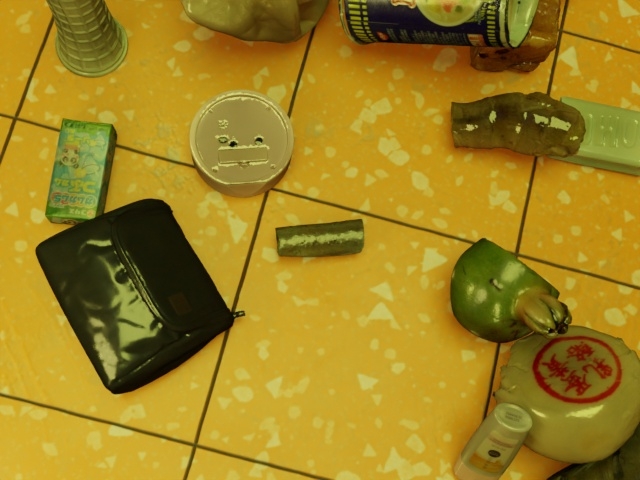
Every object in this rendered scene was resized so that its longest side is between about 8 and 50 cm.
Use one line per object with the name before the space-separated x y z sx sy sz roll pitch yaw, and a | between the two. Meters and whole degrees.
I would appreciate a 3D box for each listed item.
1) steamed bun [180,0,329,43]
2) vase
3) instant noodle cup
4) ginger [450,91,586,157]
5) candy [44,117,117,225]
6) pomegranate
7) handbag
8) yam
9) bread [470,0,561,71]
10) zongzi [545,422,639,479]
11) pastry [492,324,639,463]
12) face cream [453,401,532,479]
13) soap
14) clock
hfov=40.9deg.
steamed bun | -0.102 -0.546 1.572 0.367 0.255 0.342 -21 92 -54
vase | -0.437 -0.423 1.550 0.143 0.299 0.143 1 75 -5
instant noodle cup | 0.231 -0.472 1.583 0.312 0.284 0.284 16 73 25
ginger | 0.374 -0.225 1.650 0.263 0.116 0.109 5 41 18
candy | -0.443 -0.125 1.599 0.097 0.062 0.194 7 77 -4
pomegranate | 0.339 0.116 1.548 0.241 0.190 0.159 35 92 25
handbag | -0.311 0.079 1.500 0.275 0.178 0.302 -28 80 -11
yam | 0.000 0.000 1.607 0.169 0.068 0.068 -7 77 -7
bread | 0.388 -0.427 1.716 0.143 0.149 0.158 7 69 -6
zongzi | 0.533 0.369 1.529 0.323 0.160 0.360 2 67 -4
pastry | 0.439 0.263 1.512 0.265 0.133 0.265 -12 38 9
face cream | 0.297 0.358 1.484 0.084 0.198 0.057 18 43 2
soap | 0.560 -0.207 1.714 0.198 0.066 0.119 11 77 -3
clock | -0.150 -0.185 1.638 0.197 0.068 0.197 1 76 -5
